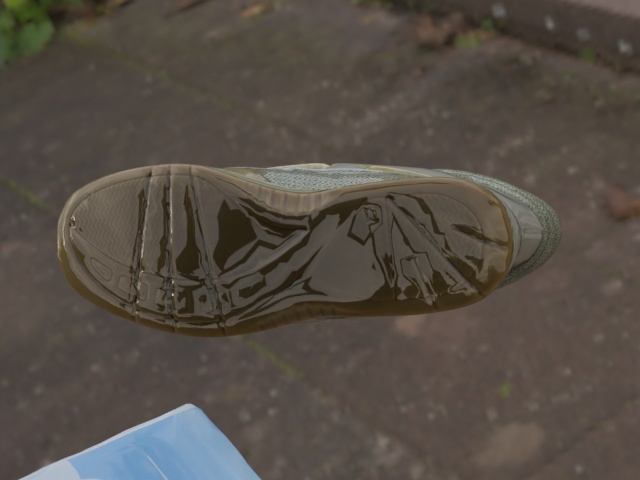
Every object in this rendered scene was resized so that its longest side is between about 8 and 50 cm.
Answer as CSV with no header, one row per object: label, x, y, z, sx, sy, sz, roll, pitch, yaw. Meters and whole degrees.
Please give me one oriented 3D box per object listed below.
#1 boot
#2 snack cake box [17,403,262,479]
boot,0.000,0.000,0.851,0.213,0.077,0.165,-1,3,17
snack cake box,-0.011,0.199,0.535,0.089,0.152,0.264,-21,54,-38
